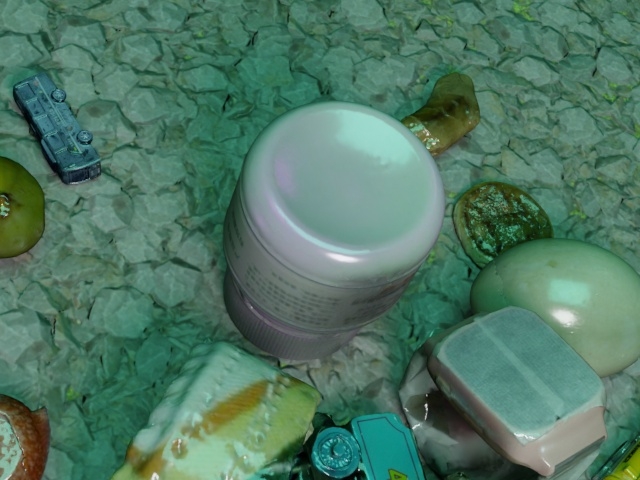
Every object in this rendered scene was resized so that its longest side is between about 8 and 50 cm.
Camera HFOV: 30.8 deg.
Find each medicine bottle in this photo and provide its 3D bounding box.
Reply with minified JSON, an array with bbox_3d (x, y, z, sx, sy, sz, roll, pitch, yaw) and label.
[{"bbox_3d":[0.000,0.000,1.424,0.241,0.302,0.241,7,60,-12],"label":"medicine bottle"}]

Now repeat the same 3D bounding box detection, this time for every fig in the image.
[{"bbox_3d":[-0.411,-0.040,1.451,0.153,0.120,0.136,29,60,30],"label":"fig"}]

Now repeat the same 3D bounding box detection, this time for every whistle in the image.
[{"bbox_3d":[-0.367,0.299,1.262,0.142,0.134,0.346,2,68,-24],"label":"whistle"}]

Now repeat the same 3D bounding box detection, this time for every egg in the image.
[{"bbox_3d":[0.318,0.090,1.522,0.253,0.186,0.186,9,59,-7],"label":"egg"}]

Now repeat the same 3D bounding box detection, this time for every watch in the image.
[{"bbox_3d":[0.200,0.215,1.385,0.162,0.241,0.253,-21,51,-28],"label":"watch"}]

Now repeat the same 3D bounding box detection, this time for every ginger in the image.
[{"bbox_3d":[0.178,-0.182,1.714,0.095,0.069,0.190,45,59,7],"label":"ginger"}]

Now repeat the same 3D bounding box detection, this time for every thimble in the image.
[{"bbox_3d":[-0.123,0.249,1.277,0.167,0.254,0.288,31,45,1],"label":"thimble"}]

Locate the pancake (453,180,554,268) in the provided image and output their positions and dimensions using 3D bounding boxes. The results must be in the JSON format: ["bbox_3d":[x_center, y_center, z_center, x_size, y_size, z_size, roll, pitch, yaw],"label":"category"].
[{"bbox_3d":[0.265,-0.020,1.667,0.158,0.028,0.158,6,58,-9],"label":"pancake"}]

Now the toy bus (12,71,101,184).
[{"bbox_3d":[-0.356,-0.150,1.568,0.065,0.047,0.166,-26,68,-21],"label":"toy bus"}]

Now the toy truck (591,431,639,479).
[{"bbox_3d":[0.447,0.276,1.492,0.098,0.114,0.227,44,59,12],"label":"toy truck"}]

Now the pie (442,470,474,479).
[{"bbox_3d":[0.200,0.352,1.342,0.046,0.195,0.195,-34,73,-16],"label":"pie"}]

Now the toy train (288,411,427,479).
[{"bbox_3d":[0.050,0.297,1.384,0.154,0.107,0.197,-2,61,-24],"label":"toy train"}]
